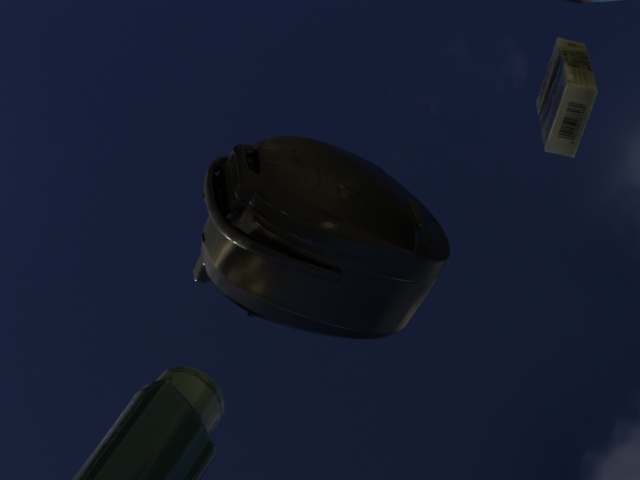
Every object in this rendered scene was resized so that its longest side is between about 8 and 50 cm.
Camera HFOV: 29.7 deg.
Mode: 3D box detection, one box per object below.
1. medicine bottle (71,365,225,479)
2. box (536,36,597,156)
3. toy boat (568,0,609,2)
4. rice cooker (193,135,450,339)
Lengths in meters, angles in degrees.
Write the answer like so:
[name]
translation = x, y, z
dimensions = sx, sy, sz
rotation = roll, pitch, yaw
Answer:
[medicine bottle]
translation = -0.161, 0.181, 0.882
dimensions = 0.124, 0.079, 0.258
rotation = 36, -142, 2
[box]
translation = 0.170, -0.101, 0.840
dimensions = 0.024, 0.054, 0.083
rotation = 11, -149, -1
[toy boat]
translation = 0.201, -0.243, 0.647
dimensions = 0.129, 0.142, 0.309
rotation = 34, -120, -23
[rice cooker]
translation = 0.000, 0.000, 0.773
dimensions = 0.165, 0.106, 0.112
rotation = 11, -147, -19
